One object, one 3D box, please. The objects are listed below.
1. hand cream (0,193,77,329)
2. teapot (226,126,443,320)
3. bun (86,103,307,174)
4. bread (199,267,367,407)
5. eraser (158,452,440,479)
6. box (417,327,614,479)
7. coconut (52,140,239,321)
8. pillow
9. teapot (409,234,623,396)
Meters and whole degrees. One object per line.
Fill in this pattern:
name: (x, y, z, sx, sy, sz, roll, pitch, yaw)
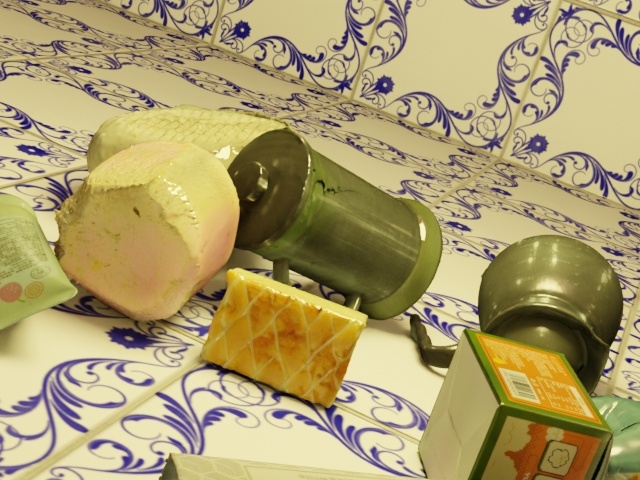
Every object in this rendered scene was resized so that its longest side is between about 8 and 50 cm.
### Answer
hand cream: (-0.391, 0.030, 1.397, 0.147, 0.093, 0.306, -24, 28, -7)
teapot: (0.000, 0.000, 1.640, 0.200, 0.270, 0.337, -6, -25, 42)
bun: (-0.194, -0.095, 1.805, 0.359, 0.211, 0.360, 6, 17, -2)
bread: (-0.048, 0.124, 1.424, 0.188, 0.125, 0.068, 21, 11, 5)
eraser: (0.039, 0.284, 1.073, 0.404, 0.098, 0.096, 11, 19, -23)
box: (0.221, 0.233, 1.283, 0.148, 0.177, 0.195, 14, 18, -11)
coconut: (-0.230, -0.022, 1.504, 0.233, 0.233, 0.245, 20, 20, 4)
pillow: (0.365, 0.261, 1.457, 0.214, 0.086, 0.233, 0, 12, -5)
teapot: (0.298, 0.120, 1.656, 0.305, 0.223, 0.285, 23, 25, 5)
